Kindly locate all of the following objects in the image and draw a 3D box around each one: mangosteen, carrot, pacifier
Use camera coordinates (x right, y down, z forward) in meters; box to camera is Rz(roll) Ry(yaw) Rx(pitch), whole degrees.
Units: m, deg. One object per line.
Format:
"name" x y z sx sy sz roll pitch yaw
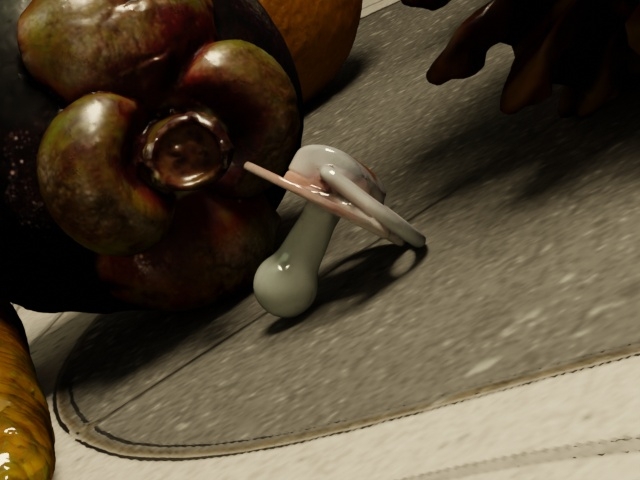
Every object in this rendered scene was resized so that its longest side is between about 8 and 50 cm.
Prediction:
"mangosteen" -0.097 -0.055 0.866 0.211 0.211 0.250 -34 23 -20
"carrot" -0.159 0.074 0.801 0.066 0.066 0.314 -31 15 -7
"pacifier" 0.000 0.000 0.759 0.078 0.081 0.099 -61 -13 0

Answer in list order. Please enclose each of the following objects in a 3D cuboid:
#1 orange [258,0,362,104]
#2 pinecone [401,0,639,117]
"orange" -0.092 -0.189 1.306 0.264 0.264 0.264 -28 12 7
"pinecone" 0.147 -0.251 0.783 0.398 0.398 0.398 -28 12 7
